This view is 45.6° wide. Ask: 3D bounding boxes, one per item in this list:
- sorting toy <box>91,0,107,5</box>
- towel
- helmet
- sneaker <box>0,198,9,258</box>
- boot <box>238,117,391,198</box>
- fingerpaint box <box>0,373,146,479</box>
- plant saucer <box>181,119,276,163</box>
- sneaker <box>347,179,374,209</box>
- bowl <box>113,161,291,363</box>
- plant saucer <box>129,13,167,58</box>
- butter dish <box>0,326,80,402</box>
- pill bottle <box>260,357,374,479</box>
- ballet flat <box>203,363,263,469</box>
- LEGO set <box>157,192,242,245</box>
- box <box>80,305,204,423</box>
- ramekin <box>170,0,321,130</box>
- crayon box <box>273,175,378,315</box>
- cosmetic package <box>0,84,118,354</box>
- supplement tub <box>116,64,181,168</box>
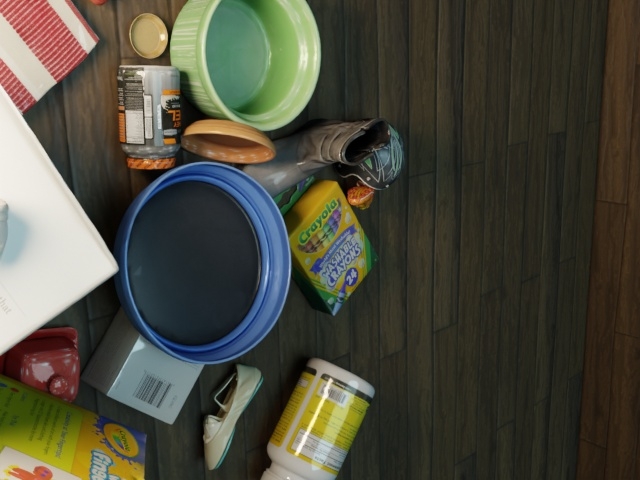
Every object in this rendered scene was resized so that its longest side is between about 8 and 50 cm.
[{"bbox_3d":[-0.402,-0.474,1.371,0.061,0.042,0.102,49,53,-56],"label":"sorting toy"},{"bbox_3d":[-0.551,-0.322,1.260,0.329,0.037,0.237,-51,130,-24],"label":"towel"},{"bbox_3d":[0.127,-0.213,1.858,0.169,0.161,0.170,-13,109,-42],"label":"helmet"},{"bbox_3d":[-0.473,0.000,0.881,0.212,0.080,0.094,-2,107,-33],"label":"sneaker"},{"bbox_3d":[-0.016,-0.185,1.678,0.338,0.222,0.118,-43,121,-29],"label":"boot"},{"bbox_3d":[-0.462,0.380,1.136,0.371,0.445,0.163,27,93,-16],"label":"fingerpaint box"},{"bbox_3d":[-0.187,-0.201,1.534,0.199,0.199,0.037,17,75,-45],"label":"plant saucer"},{"bbox_3d":[0.107,-0.106,1.891,0.175,0.064,0.068,-41,133,-69],"label":"sneaker"},{"bbox_3d":[-0.227,0.043,1.497,0.391,0.077,0.392,2,87,-43],"label":"bowl"},{"bbox_3d":[-0.334,-0.394,1.467,0.083,0.015,0.084,-13,109,-42],"label":"plant saucer"},{"bbox_3d":[-0.500,0.250,1.389,0.159,0.118,0.160,-2,101,-45],"label":"butter dish"},{"bbox_3d":[-0.015,0.474,1.869,0.188,0.187,0.334,38,74,-43],"label":"pill bottle"},{"bbox_3d":[-0.221,0.395,1.737,0.086,0.086,0.249,40,70,-42],"label":"ballet flat"},{"bbox_3d":[-0.260,-0.035,1.583,0.227,0.087,0.093,42,67,-35],"label":"LEGO set"},{"bbox_3d":[-0.348,0.246,1.535,0.181,0.119,0.182,40,71,-42],"label":"box"},{"bbox_3d":[-0.157,-0.380,1.550,0.303,0.148,0.304,-13,109,-42],"label":"ramekin"},{"bbox_3d":[0.000,0.000,1.842,0.203,0.083,0.323,-50,129,-24],"label":"crayon box"},{"bbox_3d":[-0.567,0.009,1.057,0.393,0.329,0.328,-39,113,-24],"label":"cosmetic package"},{"bbox_3d":[-0.324,-0.235,1.445,0.117,0.117,0.191,-12,108,-42],"label":"supplement tub"}]
